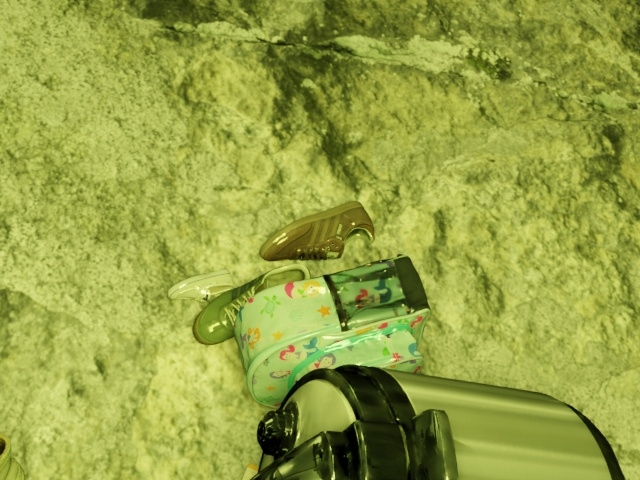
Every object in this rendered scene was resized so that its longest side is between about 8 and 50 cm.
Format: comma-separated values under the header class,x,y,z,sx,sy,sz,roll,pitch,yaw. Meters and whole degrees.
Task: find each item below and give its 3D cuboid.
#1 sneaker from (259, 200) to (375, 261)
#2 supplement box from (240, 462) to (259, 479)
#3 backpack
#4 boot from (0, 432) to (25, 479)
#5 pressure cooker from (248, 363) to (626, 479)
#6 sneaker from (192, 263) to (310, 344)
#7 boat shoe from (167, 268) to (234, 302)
class,x,y,z,sx,sy,sz,roll,pitch,yaw
sneaker,0.000,0.000,1.419,0.188,0.066,0.071,-24,71,-21
supplement box,-0.101,0.352,1.221,0.036,0.062,0.098,23,61,0
backpack,0.013,0.142,1.261,0.253,0.225,0.191,-7,60,-10
boot,-0.463,0.314,1.110,0.213,0.165,0.077,-31,73,-25
pressure cooker,0.090,0.333,1.064,0.420,0.375,0.370,13,97,-22
sneaker,-0.095,0.085,1.340,0.192,0.086,0.064,-28,86,-22
boat shoe,-0.175,0.073,1.367,0.100,0.035,0.035,-16,64,-25
